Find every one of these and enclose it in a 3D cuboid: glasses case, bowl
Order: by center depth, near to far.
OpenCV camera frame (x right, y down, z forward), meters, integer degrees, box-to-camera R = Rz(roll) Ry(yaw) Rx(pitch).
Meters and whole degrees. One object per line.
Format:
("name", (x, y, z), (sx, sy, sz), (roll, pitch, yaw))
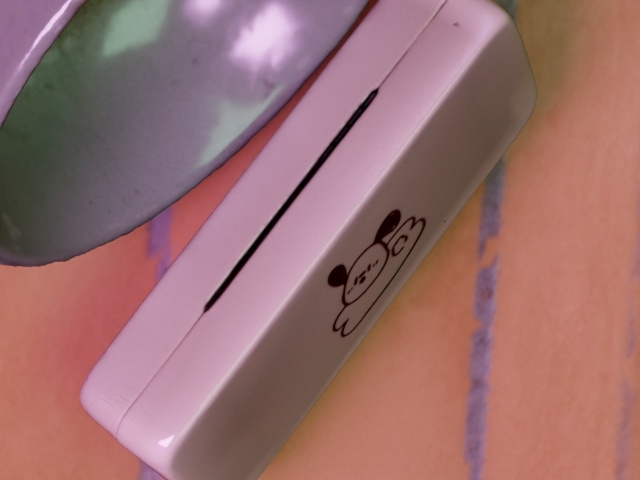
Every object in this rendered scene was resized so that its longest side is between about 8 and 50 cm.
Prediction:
("bowl", (-0.103, -0.136, 0.948), (0.289, 0.289, 0.146), (-41, 74, -14))
("glasses case", (0.000, 0.000, 1.082), (0.313, 0.070, 0.131), (-52, 157, -8))
